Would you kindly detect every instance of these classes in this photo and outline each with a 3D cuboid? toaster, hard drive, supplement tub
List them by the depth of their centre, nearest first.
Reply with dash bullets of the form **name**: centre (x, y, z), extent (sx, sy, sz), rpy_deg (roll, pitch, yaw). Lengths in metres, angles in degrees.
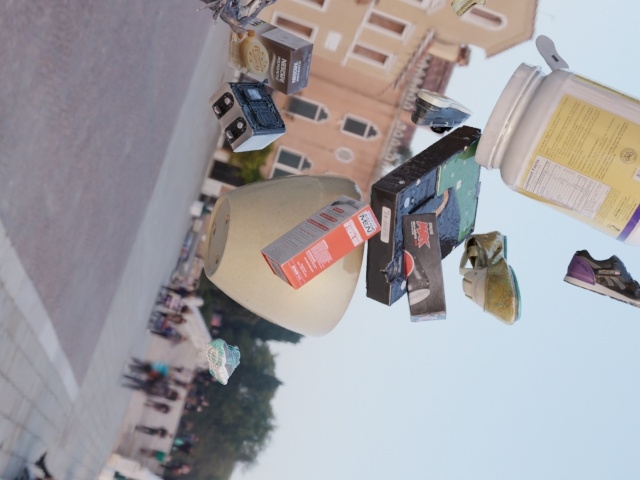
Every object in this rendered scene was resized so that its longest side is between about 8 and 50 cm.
- **supplement tub**: centre (0.471, -0.160, 1.296), extent (0.241, 0.331, 0.241), rpy_deg (-53, 162, -27)
- **hard drive**: centre (0.201, -0.056, 1.365), extent (0.339, 0.064, 0.236), rpy_deg (-35, 136, -42)
- **toaster**: centre (-0.194, -0.341, 1.979), extent (0.110, 0.168, 0.186), rpy_deg (-31, 173, 35)

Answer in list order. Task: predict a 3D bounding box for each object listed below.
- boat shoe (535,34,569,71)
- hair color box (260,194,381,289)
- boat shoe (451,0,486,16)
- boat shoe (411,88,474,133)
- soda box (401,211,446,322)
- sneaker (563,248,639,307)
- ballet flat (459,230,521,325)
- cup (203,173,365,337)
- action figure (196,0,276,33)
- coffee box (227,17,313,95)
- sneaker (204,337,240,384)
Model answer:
- **boat shoe**: centre (0.466, -0.370, 1.472), extent (0.035, 0.100, 0.035), rpy_deg (-31, 164, -5)
- **hair color box**: centre (0.000, 0.000, 1.138), extent (0.167, 0.053, 0.093), rpy_deg (-36, -155, -13)
- **boat shoe**: centre (0.403, -0.618, 1.859), extent (0.135, 0.045, 0.050), rpy_deg (-24, 179, 28)
- **boat shoe**: centre (0.371, -0.384, 2.239), extent (0.340, 0.127, 0.113), rpy_deg (-14, 133, -64)
- **soda box**: centre (0.164, 0.043, 1.163), extent (0.053, 0.060, 0.168), rpy_deg (71, 14, -71)
- **sneaker**: centre (0.852, 0.109, 2.076), extent (0.107, 0.283, 0.124), rpy_deg (5, 105, -76)
- **ballet flat**: centre (0.356, 0.077, 1.562), extent (0.348, 0.123, 0.123), rpy_deg (-72, -177, -64)
- **cup**: centre (-0.092, 0.012, 1.425), extent (0.331, 0.237, 0.330), rpy_deg (-170, -90, -68)
- **action figure**: centre (-0.185, -0.571, 1.662), extent (0.141, 0.164, 0.275), rpy_deg (-51, -175, 31)
- **coffee box**: centre (-0.150, -0.545, 2.134), extent (0.098, 0.247, 0.141), rpy_deg (-32, 142, -41)
- **sneaker**: centre (-0.225, 0.267, 1.710), extent (0.076, 0.065, 0.166), rpy_deg (-44, 158, -30)
